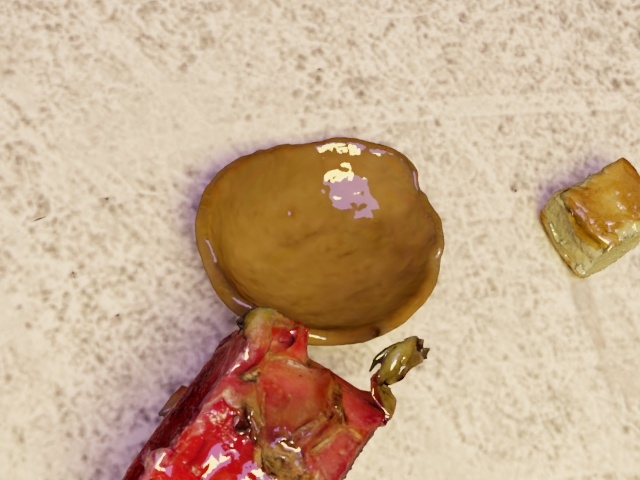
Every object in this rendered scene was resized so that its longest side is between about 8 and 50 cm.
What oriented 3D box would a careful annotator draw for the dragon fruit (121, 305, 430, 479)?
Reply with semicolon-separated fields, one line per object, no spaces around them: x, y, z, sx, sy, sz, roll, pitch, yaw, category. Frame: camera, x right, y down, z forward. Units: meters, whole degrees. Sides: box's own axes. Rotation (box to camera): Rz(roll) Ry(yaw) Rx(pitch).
-0.058;0.150;0.751;0.147;0.211;0.282;35;95;6;dragon fruit

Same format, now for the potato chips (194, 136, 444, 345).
-0.001;0.001;0.862;0.195;0.062;0.208;25;54;1;potato chips

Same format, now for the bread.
0.239;-0.019;0.919;0.083;0.077;0.070;-27;73;-15;bread
